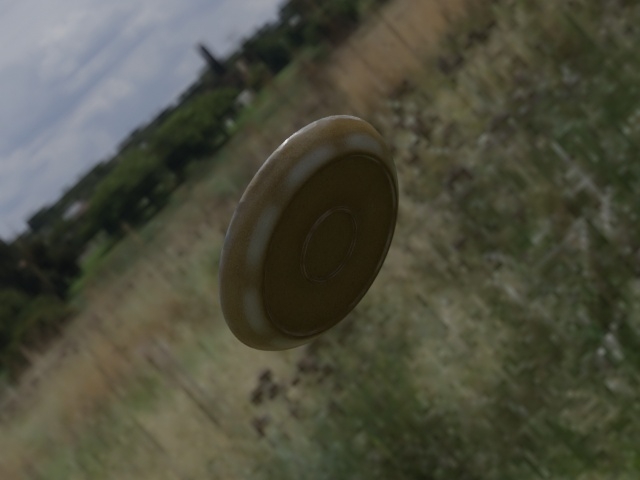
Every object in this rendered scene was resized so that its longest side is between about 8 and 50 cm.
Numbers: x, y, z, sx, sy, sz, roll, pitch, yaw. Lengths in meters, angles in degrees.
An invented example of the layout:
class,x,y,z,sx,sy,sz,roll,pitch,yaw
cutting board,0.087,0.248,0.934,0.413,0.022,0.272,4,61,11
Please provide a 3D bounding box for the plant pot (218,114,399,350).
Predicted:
class,x,y,z,sx,sy,sz,roll,pitch,yaw
plant pot,0.000,0.000,1.570,0.236,0.032,0.236,-31,-46,-39
